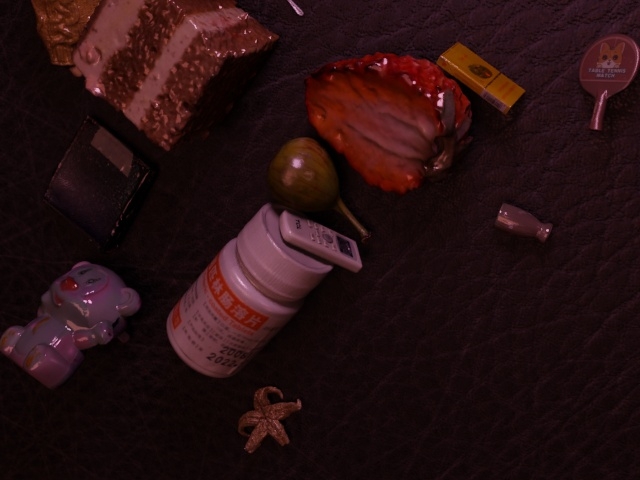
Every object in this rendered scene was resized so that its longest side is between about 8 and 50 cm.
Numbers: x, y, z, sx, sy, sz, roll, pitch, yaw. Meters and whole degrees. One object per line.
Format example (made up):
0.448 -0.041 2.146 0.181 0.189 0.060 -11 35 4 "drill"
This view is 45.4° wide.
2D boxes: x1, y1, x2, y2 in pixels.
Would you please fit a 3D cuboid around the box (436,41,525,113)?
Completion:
0.288 -0.293 1.371 0.155 0.087 0.023 39 136 8 "box"

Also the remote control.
0.000 0.000 1.542 0.190 0.087 0.029 25 120 -26 "remote control"

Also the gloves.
-0.528 -0.525 1.616 0.203 0.155 0.357 10 114 25 "gloves"

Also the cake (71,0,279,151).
-0.284 -0.373 1.503 0.290 0.256 0.282 43 117 1 "cake"

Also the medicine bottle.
-0.152 0.110 1.627 0.211 0.211 0.371 45 119 5 "medicine bottle"

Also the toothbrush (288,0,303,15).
-0.079 -0.492 1.510 0.131 0.013 0.011 48 129 2 "toothbrush"

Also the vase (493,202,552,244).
0.381 -0.030 1.437 0.100 0.053 0.053 23 115 11 "vase"

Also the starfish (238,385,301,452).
-0.123 0.426 1.808 0.209 0.053 0.150 -31 97 27 "starfish"

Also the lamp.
-0.571 0.209 1.817 0.247 0.301 0.247 21 155 38 "lamp"

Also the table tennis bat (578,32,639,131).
0.517 -0.259 1.328 0.107 0.119 0.170 12 89 46 "table tennis bat"

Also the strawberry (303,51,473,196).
0.130 -0.243 1.433 0.336 0.149 0.265 27 137 26 "strawberry"

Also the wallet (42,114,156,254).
-0.520 -0.130 1.800 0.221 0.071 0.262 40 115 13 "wallet"

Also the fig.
0.014 -0.104 1.547 0.259 0.151 0.151 29 119 -15 "fig"
